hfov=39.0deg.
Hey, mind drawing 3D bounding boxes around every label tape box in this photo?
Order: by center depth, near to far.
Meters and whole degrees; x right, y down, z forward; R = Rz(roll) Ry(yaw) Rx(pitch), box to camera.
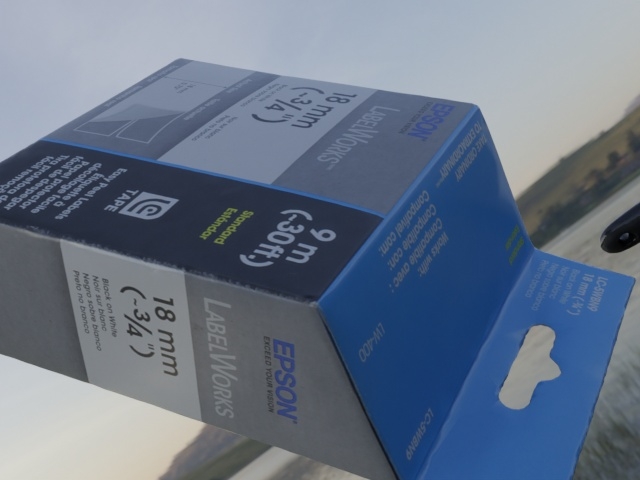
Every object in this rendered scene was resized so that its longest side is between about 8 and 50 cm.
[{"bbox_3d":[0.000,0.000,0.519,0.240,0.334,0.105,-49,-35,-50],"label":"label tape box"}]

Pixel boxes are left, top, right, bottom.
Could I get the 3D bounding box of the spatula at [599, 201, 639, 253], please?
[{"bbox_3d":[0.335,-0.073,0.654,0.297,0.084,0.030,-32,37,15],"label":"spatula"}]
